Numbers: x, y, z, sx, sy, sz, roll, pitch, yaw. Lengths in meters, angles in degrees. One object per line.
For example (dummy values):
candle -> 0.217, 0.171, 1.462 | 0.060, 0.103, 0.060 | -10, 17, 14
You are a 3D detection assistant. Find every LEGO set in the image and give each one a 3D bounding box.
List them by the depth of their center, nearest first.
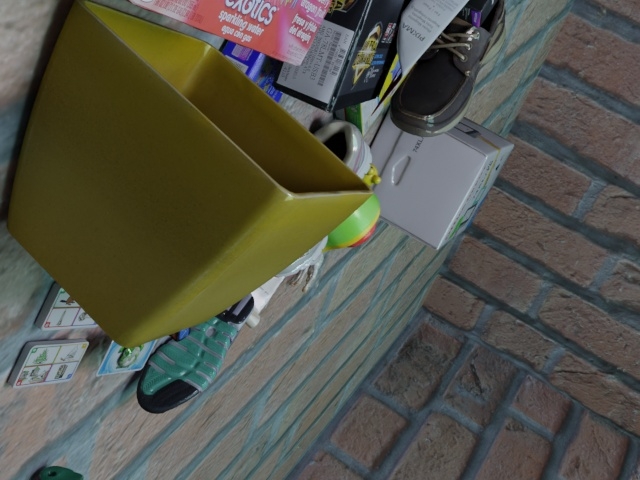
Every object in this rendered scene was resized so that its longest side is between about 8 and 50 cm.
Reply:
LEGO set -> -0.208, 0.059, 0.869 | 0.244, 0.060, 0.182 | 5, 116, -61

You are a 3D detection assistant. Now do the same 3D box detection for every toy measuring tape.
toy measuring tape -> 0.000, 0.000, 1.254 | 0.330, 0.121, 0.121 | -53, 165, -23

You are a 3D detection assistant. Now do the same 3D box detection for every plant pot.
plant pot -> -0.117, -0.037, 0.657 | 0.187, 0.212, 0.212 | -50, 168, 15

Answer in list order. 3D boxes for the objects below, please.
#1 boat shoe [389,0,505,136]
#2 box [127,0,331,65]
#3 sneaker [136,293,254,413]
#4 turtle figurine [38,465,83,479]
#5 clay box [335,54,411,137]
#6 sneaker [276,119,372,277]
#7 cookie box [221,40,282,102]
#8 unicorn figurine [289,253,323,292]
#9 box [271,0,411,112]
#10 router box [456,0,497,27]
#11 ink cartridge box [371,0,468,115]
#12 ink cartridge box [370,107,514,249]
boat shoe -> 0.211, -0.316, 1.357 | 0.130, 0.132, 0.355 | 87, 27, -49
box -> -0.082, -0.211, 0.537 | 0.122, 0.128, 0.257 | -62, 165, 13
sneaker -> -0.167, 0.163, 1.121 | 0.223, 0.083, 0.098 | -49, 168, -36
turtle figurine -> -0.331, 0.388, 0.960 | 0.175, 0.118, 0.234 | -63, 161, -61
clay box -> 0.098, -0.270, 1.169 | 0.222, 0.053, 0.127 | -56, 165, -15
sneaker -> -0.020, -0.069, 1.119 | 0.252, 0.103, 0.111 | -61, 163, -17
cookie box -> -0.059, -0.186, 0.836 | 0.091, 0.040, 0.107 | -61, 166, 1
unicorn figurine -> -0.017, 0.031, 1.415 | 0.111, 0.060, 0.162 | -57, -178, -7
box -> 0.065, -0.292, 0.878 | 0.293, 0.073, 0.295 | -66, 172, 16
router box -> 0.204, -0.395, 1.105 | 0.178, 0.133, 0.046 | -56, 165, -8
ink cartridge box -> 0.130, -0.282, 0.982 | 0.232, 0.066, 0.189 | -40, -166, 47
ink cartridge box -> 0.213, -0.132, 1.543 | 0.198, 0.197, 0.270 | -64, 164, 20
